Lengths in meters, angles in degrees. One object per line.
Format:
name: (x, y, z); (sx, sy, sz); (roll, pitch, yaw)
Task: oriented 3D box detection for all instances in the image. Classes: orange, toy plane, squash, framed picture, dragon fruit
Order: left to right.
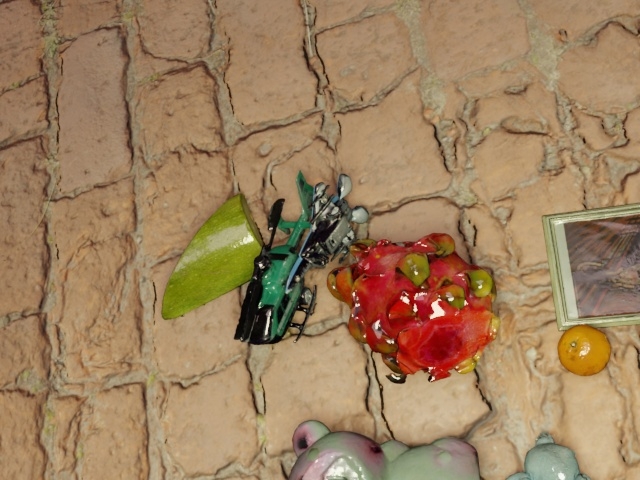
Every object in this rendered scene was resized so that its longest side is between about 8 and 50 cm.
squash: (-0.239, 0.029, 1.387); (0.252, 0.093, 0.169); (-27, 65, 6)
toy plane: (-0.070, 0.052, 1.291); (0.106, 0.155, 0.382); (4, 52, 29)
toy plane: (0.006, 0.000, 1.255); (0.078, 0.169, 0.246); (-2, 43, 33)
dragon fruit: (0.141, 0.095, 1.161); (0.307, 0.243, 0.228); (5, 110, 16)
orange: (0.419, 0.175, 1.122); (0.083, 0.083, 0.084); (-6, 68, 16)
framed picture: (0.523, 0.035, 1.178); (0.273, 0.016, 0.217); (-8, 67, 15)

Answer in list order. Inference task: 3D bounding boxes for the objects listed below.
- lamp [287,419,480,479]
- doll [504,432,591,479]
lamp: (0.091, 0.393, 1.060); (0.301, 0.247, 0.247); (-3, 71, 9)
doll: (0.331, 0.390, 1.077); (0.180, 0.075, 0.120); (-58, 31, 13)
